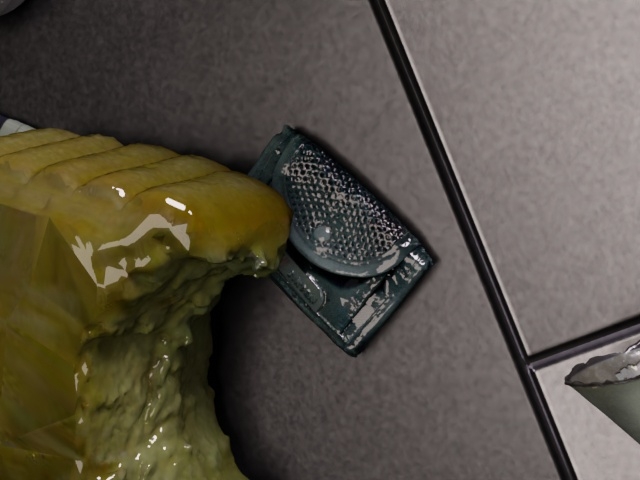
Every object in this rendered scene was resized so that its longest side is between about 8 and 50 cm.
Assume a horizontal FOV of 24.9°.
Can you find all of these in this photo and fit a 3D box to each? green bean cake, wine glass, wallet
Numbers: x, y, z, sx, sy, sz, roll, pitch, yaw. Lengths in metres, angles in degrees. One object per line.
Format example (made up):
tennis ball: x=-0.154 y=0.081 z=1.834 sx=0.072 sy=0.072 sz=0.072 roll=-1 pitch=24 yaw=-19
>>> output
green bean cake: x=-0.139 y=0.060 z=0.905 sx=0.233 sy=0.124 sz=0.236 roll=15 pitch=109 yaw=28
wine glass: x=0.206 y=0.140 z=0.751 sx=0.122 sy=0.122 sz=0.182 roll=-16 pitch=89 yaw=29
wallet: x=0.000 y=0.000 z=0.893 sx=0.129 sy=0.026 sz=0.088 roll=44 pitch=114 yaw=17

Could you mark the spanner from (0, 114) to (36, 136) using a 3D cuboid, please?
spanner: x=-0.218 y=-0.073 z=1.006 sx=0.316 sy=0.024 sz=0.087 roll=23 pitch=103 yaw=24

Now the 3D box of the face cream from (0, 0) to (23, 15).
face cream: x=-0.249 y=-0.201 z=0.959 sx=0.117 sy=0.104 sz=0.117 roll=3 pitch=96 yaw=27
